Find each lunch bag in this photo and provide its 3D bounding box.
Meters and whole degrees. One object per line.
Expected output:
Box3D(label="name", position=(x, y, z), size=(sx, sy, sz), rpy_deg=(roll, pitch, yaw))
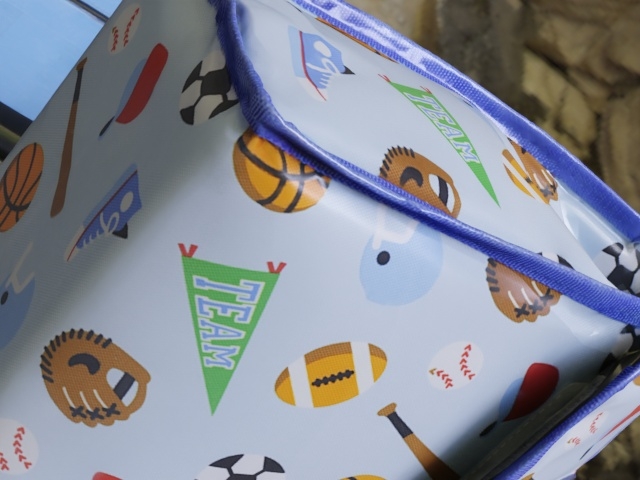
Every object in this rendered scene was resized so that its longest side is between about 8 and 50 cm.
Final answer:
Box3D(label="lunch bag", position=(0.007, 0.069, 0.768), size=(0.328, 0.385, 0.239), rpy_deg=(-46, -143, 23))

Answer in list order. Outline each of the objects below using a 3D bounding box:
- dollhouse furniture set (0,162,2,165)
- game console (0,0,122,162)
Box3D(label="dollhouse furniture set", position=(-0.269, -0.153, 1.916), size=(0.256, 0.394, 0.362), rpy_deg=(-64, -150, 22))
Box3D(label="game console", position=(-0.239, -0.211, 1.104), size=(0.060, 0.387, 0.342), rpy_deg=(-53, -172, 42))
